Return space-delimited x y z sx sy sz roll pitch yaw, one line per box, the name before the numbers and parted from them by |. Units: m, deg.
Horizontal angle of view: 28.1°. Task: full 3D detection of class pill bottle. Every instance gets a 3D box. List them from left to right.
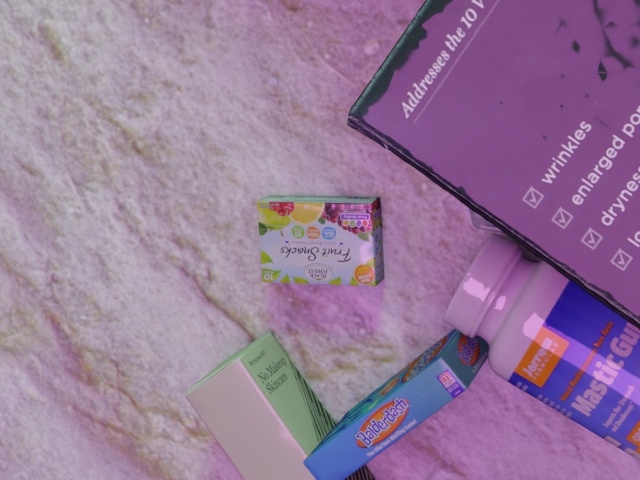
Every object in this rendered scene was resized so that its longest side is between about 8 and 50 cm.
pill bottle | 0.273 0.107 1.355 0.272 0.152 0.152 30 111 9

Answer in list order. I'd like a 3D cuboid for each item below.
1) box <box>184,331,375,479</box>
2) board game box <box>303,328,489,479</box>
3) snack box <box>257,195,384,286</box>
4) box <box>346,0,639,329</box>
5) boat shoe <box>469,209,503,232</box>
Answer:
box | -0.033 0.255 1.525 0.094 0.113 0.275 -35 92 23
board game box | 0.092 0.180 1.434 0.210 0.160 0.047 -40 88 23
snack box | 0.000 0.000 1.487 0.141 0.037 0.100 1 105 19
box | 0.362 -0.164 1.134 0.471 0.297 0.480 36 100 7
boat shoe | 0.269 -0.034 1.370 0.227 0.079 0.081 6 124 17
